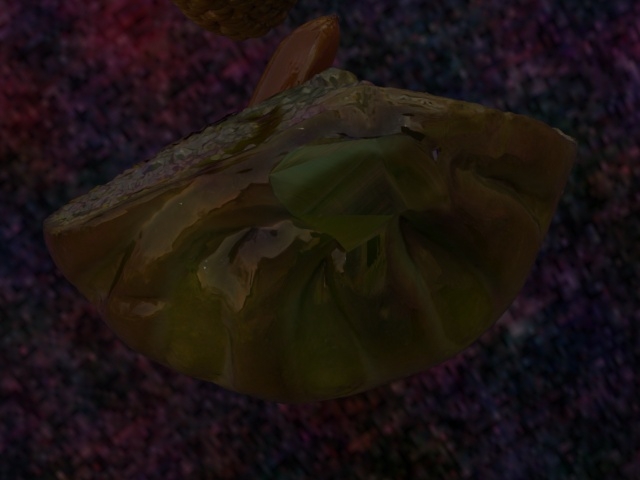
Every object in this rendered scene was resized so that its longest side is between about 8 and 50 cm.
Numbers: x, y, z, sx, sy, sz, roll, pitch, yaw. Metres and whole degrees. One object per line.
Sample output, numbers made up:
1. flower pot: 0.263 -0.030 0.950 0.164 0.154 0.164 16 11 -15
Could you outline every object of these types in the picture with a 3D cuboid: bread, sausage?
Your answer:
1. bread: 0.014 0.002 0.965 0.261 0.156 0.158 -27 12 -8
2. sausage: -0.030 -0.076 1.385 0.054 0.062 0.183 18 93 -2

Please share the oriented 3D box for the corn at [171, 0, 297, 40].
1. corn: -0.087 -0.193 1.068 0.102 0.310 0.101 -7 72 23
